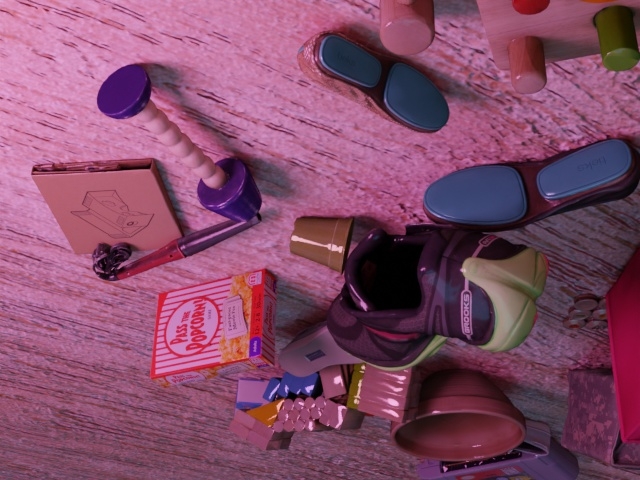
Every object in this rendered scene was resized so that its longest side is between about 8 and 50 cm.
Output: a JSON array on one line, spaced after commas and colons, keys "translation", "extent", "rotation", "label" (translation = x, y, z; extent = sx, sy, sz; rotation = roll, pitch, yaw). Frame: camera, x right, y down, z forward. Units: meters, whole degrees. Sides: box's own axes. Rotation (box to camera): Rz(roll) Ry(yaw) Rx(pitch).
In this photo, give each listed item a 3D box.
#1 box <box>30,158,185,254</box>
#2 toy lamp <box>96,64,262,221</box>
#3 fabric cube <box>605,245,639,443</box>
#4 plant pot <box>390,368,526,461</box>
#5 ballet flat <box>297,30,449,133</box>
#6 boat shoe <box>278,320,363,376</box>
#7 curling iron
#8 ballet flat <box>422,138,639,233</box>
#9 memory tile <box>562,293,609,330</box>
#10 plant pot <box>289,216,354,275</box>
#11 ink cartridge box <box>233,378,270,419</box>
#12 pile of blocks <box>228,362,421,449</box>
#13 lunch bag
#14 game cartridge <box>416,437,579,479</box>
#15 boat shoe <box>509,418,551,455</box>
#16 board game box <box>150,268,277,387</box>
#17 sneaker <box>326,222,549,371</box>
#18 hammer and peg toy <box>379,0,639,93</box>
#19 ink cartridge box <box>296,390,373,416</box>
[{"translation": [-0.284, -0.044, 1.576], "extent": [0.165, 0.021, 0.201], "rotation": [-3, 148, 6], "label": "box"}, {"translation": [-0.161, -0.108, 1.413], "extent": [0.080, 0.080, 0.275], "rotation": [-15, 146, 24], "label": "toy lamp"}, {"translation": [0.573, 0.132, 1.616], "extent": [0.259, 0.254, 0.258], "rotation": [3, 148, -5], "label": "fabric cube"}, {"translation": [0.241, 0.300, 2.041], "extent": [0.238, 0.109, 0.237], "rotation": [0, 149, 0], "label": "plant pot"}, {"translation": [0.058, -0.181, 1.315], "extent": [0.206, 0.073, 0.067], "rotation": [28, 167, -32], "label": "ballet flat"}, {"translation": [0.024, 0.153, 1.841], "extent": [0.228, 0.081, 0.079], "rotation": [-23, 116, 43], "label": "boat shoe"}, {"translation": [-0.205, 0.008, 1.607], "extent": [0.274, 0.035, 0.068], "rotation": [-15, 147, 20], "label": "curling iron"}, {"translation": [0.275, -0.055, 1.477], "extent": [0.281, 0.095, 0.096], "rotation": [-11, 155, 19], "label": "ballet flat"}, {"translation": [0.466, 0.118, 1.828], "extent": [0.148, 0.012, 0.113], "rotation": [3, 148, -3], "label": "memory tile"}, {"translation": [0.000, 0.000, 1.595], "extent": [0.079, 0.083, 0.083], "rotation": [12, 149, 5], "label": "plant pot"}, {"translation": [-0.113, 0.302, 2.109], "extent": [0.089, 0.052, 0.122], "rotation": [5, 147, -6], "label": "ink cartridge box"}, {"translation": [0.019, 0.268, 1.988], "extent": [0.362, 0.148, 0.113], "rotation": [-16, 165, 23], "label": "pile of blocks"}, {"translation": [0.582, 0.302, 1.921], "extent": [0.287, 0.168, 0.235], "rotation": [8, 176, -8], "label": "lunch bag"}, {"translation": [0.373, 0.479, 2.389], "extent": [0.294, 0.060, 0.196], "rotation": [-18, 148, 28], "label": "game cartridge"}, {"translation": [0.359, 0.376, 2.205], "extent": [0.184, 0.063, 0.066], "rotation": [17, 145, -25], "label": "boat shoe"}, {"translation": [-0.161, 0.134, 1.745], "extent": [0.194, 0.146, 0.045], "rotation": [-14, 146, 23], "label": "board game box"}, {"translation": [0.114, 0.056, 1.534], "extent": [0.202, 0.185, 0.483], "rotation": [27, 160, -15], "label": "sneaker"}, {"translation": [0.216, -0.261, 1.101], "extent": [0.362, 0.127, 0.266], "rotation": [-8, 147, 15], "label": "hammer and peg toy"}, {"translation": [0.025, 0.308, 2.124], "extent": [0.179, 0.045, 0.145], "rotation": [8, 149, -7], "label": "ink cartridge box"}]
